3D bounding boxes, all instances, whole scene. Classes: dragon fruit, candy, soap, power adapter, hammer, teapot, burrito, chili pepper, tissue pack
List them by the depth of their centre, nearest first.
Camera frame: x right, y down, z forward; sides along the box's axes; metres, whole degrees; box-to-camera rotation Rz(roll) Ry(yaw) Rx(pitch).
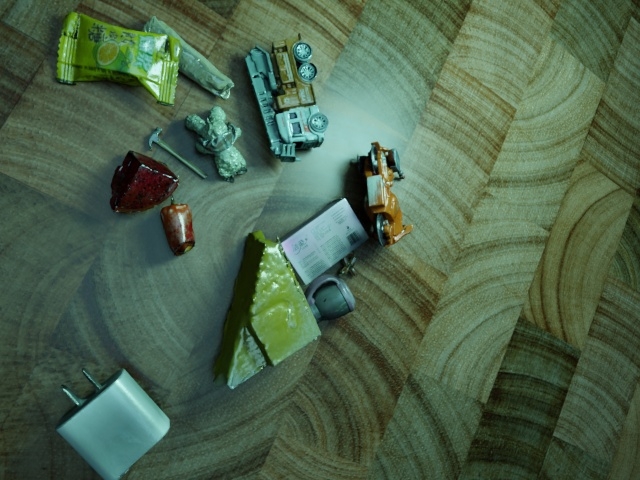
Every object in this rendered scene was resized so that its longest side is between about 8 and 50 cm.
[{"bbox_3d":[-0.528,0.431,1.114,0.187,0.124,0.255,-40,101,-17],"label":"power adapter"},{"bbox_3d":[-0.513,-0.463,1.151,0.296,0.081,0.188,9,93,-10],"label":"candy"},{"bbox_3d":[-0.466,-0.140,1.173,0.127,0.120,0.161,31,96,-39],"label":"dragon fruit"},{"bbox_3d":[-0.383,-0.059,1.196,0.084,0.086,0.192,-10,80,-46],"label":"chili pepper"},{"bbox_3d":[-0.206,0.175,1.211,0.304,0.169,0.339,-28,98,-28],"label":"soap"},{"bbox_3d":[-0.356,-0.491,1.229,0.275,0.059,0.082,35,89,-14],"label":"burrito"},{"bbox_3d":[-0.390,-0.228,1.233,0.182,0.017,0.062,39,77,-16],"label":"hammer"},{"bbox_3d":[0.019,0.178,1.307,0.145,0.148,0.116,-30,69,-8],"label":"teapot"},{"bbox_3d":[0.000,0.000,1.324,0.246,0.092,0.149,-35,102,-17],"label":"tissue pack"}]

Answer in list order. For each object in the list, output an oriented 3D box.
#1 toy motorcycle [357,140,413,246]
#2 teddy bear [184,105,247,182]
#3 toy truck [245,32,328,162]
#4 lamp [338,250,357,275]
[{"bbox_3d":[0.192,-0.124,1.357,0.147,0.221,0.326,-8,73,20],"label":"toy motorcycle"},{"bbox_3d":[-0.270,-0.267,1.226,0.133,0.111,0.213,-30,97,-14],"label":"teddy bear"},{"bbox_3d":[-0.093,-0.389,1.285,0.184,0.133,0.339,-13,90,-9],"label":"toy truck"},{"bbox_3d":[0.085,0.068,1.387,0.063,0.031,0.084,2,90,-25],"label":"lamp"}]
